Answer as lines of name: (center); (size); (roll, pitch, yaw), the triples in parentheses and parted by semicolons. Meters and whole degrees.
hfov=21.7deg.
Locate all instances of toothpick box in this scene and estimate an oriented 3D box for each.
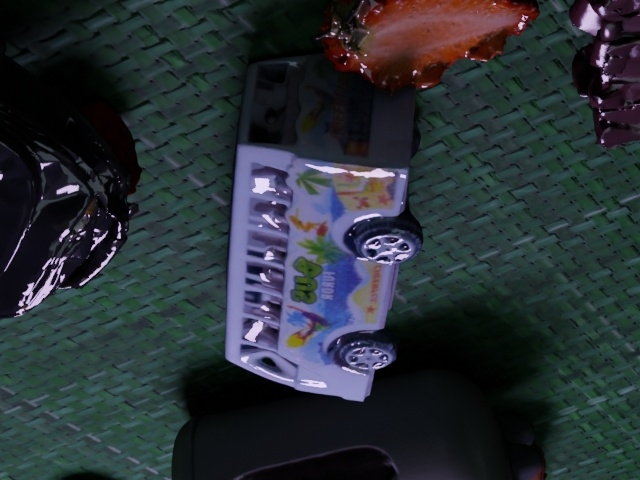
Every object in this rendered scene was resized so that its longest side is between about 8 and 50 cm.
toothpick box: (0.043, 0.226, 1.499); (0.316, 0.229, 0.229); (-14, 146, 7)

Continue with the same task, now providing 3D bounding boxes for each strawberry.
strawberry: (0.066, -0.144, 1.072); (0.152, 0.048, 0.104); (-7, 143, -26)

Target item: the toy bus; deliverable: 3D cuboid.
toy bus: (0.000, 0.000, 1.227); (0.136, 0.109, 0.329); (5, 146, -2)

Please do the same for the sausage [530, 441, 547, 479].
sausage: (0.170, 0.279, 1.706); (0.087, 0.079, 0.326); (-1, 148, -10)

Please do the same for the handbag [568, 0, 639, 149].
handbag: (0.270, -0.153, 1.074); (0.216, 0.074, 0.203); (-7, 147, 3)

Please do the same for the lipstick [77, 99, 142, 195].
lipstick: (-0.260, -0.018, 1.173); (0.280, 0.073, 0.073); (-21, 145, 20)

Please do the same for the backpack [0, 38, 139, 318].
backpack: (-0.242, -0.051, 1.044); (0.258, 0.133, 0.206); (32, 132, -9)
